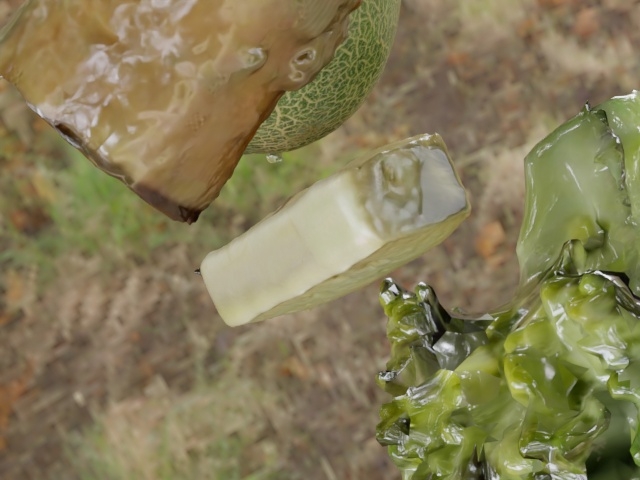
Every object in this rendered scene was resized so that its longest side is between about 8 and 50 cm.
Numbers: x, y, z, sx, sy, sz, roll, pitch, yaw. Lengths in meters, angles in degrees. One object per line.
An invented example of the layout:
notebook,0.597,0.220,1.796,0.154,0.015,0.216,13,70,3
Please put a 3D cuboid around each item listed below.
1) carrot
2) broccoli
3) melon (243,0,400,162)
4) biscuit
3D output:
carrot,-0.004,-0.129,0.639,0.263,0.102,0.102,-53,27,14
broccoli,0.189,0.086,0.989,0.334,0.324,0.272,-7,39,-38
melon,-0.035,-0.111,0.816,0.139,0.192,0.139,-8,40,6
biscuit,0.000,0.000,0.895,0.056,0.052,0.188,-19,-6,-28
